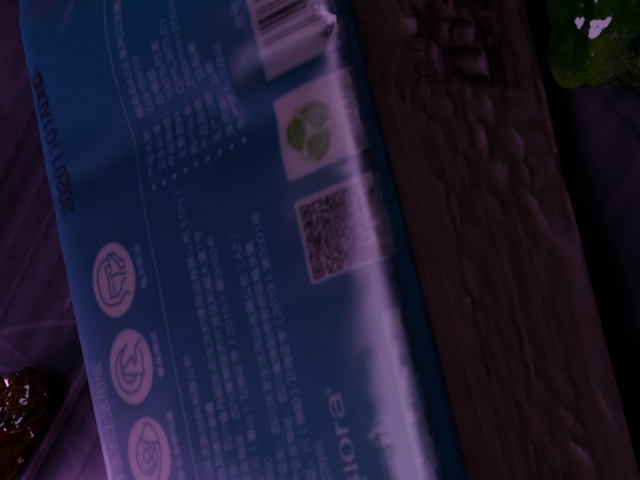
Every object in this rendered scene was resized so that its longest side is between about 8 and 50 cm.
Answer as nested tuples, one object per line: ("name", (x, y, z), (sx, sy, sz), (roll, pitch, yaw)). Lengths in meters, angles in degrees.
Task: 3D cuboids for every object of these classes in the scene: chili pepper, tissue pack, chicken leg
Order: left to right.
("chicken leg", (-0.187, 0.119, 0.928), (0.145, 0.037, 0.062), (-53, 33, 31))
("tissue pack", (0.000, 0.000, 0.662), (0.192, 0.134, 0.271), (-23, 74, 45))
("chili pepper", (0.097, -0.145, 0.623), (0.073, 0.050, 0.182), (-31, 66, 49))
